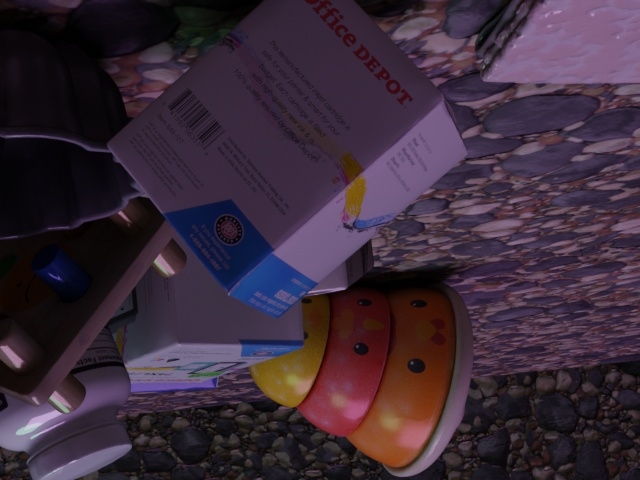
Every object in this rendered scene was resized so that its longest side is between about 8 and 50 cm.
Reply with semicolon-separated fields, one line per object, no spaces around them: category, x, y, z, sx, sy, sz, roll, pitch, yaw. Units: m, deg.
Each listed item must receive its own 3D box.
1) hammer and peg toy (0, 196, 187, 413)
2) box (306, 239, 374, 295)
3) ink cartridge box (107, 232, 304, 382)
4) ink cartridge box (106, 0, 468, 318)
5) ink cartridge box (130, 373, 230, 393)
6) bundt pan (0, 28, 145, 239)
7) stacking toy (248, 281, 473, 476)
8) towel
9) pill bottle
hammer and peg toy;-0.319;0.088;1.366;0.266;0.361;0.127;10;147;44
box;0.000;0.000;1.591;0.094;0.113;0.275;-8;-176;9
ink cartridge box;-0.184;0.076;1.770;0.198;0.197;0.270;4;163;-35
ink cartridge box;-0.020;-0.079;1.106;0.233;0.171;0.168;-41;163;3
ink cartridge box;-0.344;0.224;2.299;0.303;0.072;0.307;0;-166;-19
bundt pan;-0.326;-0.098;1.174;0.331;0.124;0.331;-7;166;-2
stacking toy;-0.007;0.198;2.248;0.480;0.350;0.350;14;159;-17
towel;0.329;-0.221;1.135;0.317;0.053;0.332;-2;165;-13
pill bottle;-0.349;0.131;1.602;0.181;0.323;0.181;-23;166;-6
